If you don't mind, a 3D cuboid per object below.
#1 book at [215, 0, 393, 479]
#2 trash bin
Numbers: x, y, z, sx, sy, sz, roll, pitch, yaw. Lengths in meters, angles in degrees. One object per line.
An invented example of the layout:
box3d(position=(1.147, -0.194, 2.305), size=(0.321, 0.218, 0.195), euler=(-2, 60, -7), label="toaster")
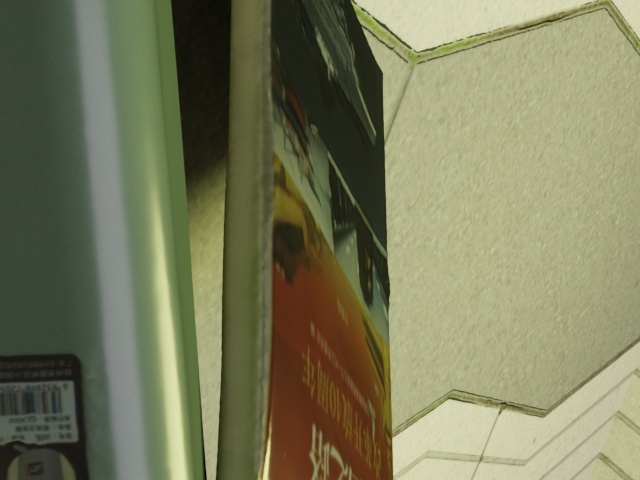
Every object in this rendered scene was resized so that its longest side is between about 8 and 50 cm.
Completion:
box3d(position=(0.000, 0.000, 0.752), size=(0.262, 0.028, 0.374), euler=(60, 26, -61), label="book")
box3d(position=(-0.124, -0.008, 0.466), size=(0.223, 0.158, 0.344), euler=(-105, -167, -71), label="trash bin")
